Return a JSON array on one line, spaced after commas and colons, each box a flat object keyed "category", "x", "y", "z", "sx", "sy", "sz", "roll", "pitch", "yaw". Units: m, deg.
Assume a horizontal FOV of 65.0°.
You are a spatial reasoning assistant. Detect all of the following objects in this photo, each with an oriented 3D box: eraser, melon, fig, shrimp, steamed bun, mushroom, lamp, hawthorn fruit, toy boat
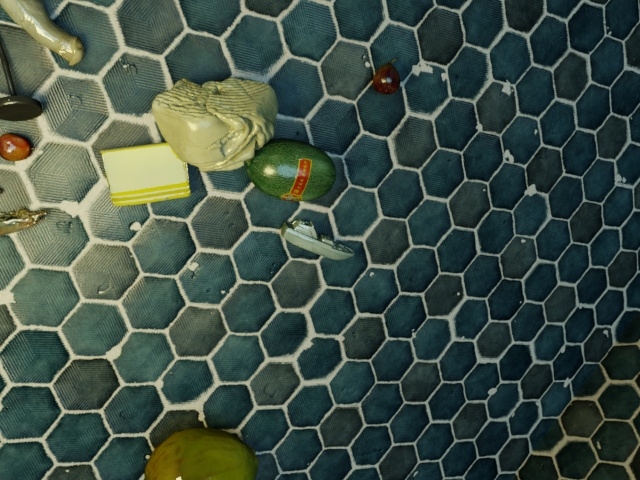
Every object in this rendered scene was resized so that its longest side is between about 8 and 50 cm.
[{"category": "eraser", "x": -0.478, "y": -0.185, "z": 1.386, "sx": 0.225, "sy": 0.069, "sz": 0.158, "roll": -11, "pitch": 104, "yaw": -18}, {"category": "melon", "x": -0.092, "y": -0.206, "z": 1.466, "sx": 0.287, "sy": 0.182, "sz": 0.182, "roll": 8, "pitch": 100, "yaw": -21}, {"category": "fig", "x": 0.209, "y": -0.522, "z": 1.568, "sx": 0.088, "sy": 0.089, "sz": 0.125, "roll": 14, "pitch": 73, "yaw": -23}, {"category": "shrimp", "x": -0.833, "y": -0.075, "z": 1.286, "sx": 0.250, "sy": 0.052, "sz": 0.144, "roll": -10, "pitch": 103, "yaw": -18}, {"category": "steamed bun", "x": -0.270, "y": -0.305, "z": 1.345, "sx": 0.289, "sy": 0.276, "sz": 0.203, "roll": -45, "pitch": 156, "yaw": -41}, {"category": "mushroom", "x": -0.676, "y": -0.527, "z": 1.220, "sx": 0.081, "sy": 0.092, "sz": 0.223, "roll": -28, "pitch": 115, "yaw": 35}, {"category": "lamp", "x": -0.769, "y": -0.470, "z": 1.183, "sx": 0.130, "sy": 0.108, "sz": 0.372, "roll": -14, "pitch": 107, "yaw": -21}, {"category": "hawthorn fruit", "x": -0.770, "y": -0.235, "z": 1.263, "sx": 0.077, "sy": 0.077, "sz": 0.077, "roll": -5, "pitch": 105, "yaw": -20}, {"category": "toy boat", "x": 0.000, "y": 0.000, "z": 1.607, "sx": 0.260, "sy": 0.078, "sz": 0.085, "roll": 22, "pitch": 109, "yaw": -22}, {"category": "fig", "x": -0.356, "y": 0.735, "z": 1.530, "sx": 0.343, "sy": 0.343, "sz": 0.344, "roll": -5, "pitch": 105, "yaw": -20}]
